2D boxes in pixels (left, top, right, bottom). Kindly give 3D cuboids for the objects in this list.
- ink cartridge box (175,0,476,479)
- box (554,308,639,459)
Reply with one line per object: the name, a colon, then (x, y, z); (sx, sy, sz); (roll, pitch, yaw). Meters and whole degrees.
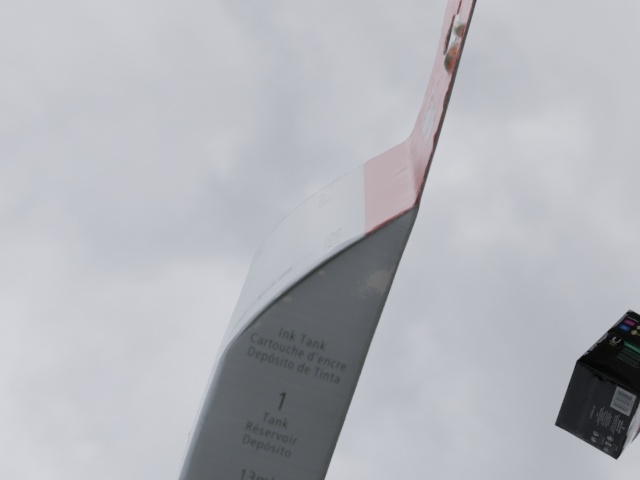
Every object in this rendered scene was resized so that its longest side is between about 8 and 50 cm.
ink cartridge box: (0.000, 0.000, 1.147); (0.091, 0.308, 0.385); (17, -80, -1)
box: (0.208, 0.098, 1.243); (0.052, 0.062, 0.083); (29, -142, 22)
